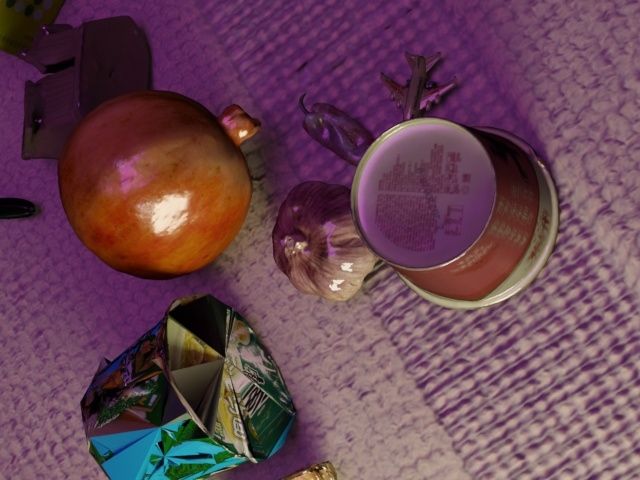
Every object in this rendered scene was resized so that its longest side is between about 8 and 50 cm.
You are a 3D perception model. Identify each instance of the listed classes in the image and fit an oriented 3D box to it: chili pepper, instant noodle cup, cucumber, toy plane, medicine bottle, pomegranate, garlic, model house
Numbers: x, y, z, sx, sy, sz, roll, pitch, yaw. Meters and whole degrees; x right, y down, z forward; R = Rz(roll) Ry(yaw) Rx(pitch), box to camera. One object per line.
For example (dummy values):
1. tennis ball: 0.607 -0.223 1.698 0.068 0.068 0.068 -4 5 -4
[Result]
1. chili pepper: 0.029 -0.136 1.642 0.153 0.041 0.050 35 119 8
2. instant noodle cup: -0.178 0.208 1.601 0.178 0.240 0.240 -34 70 27
3. cucumber: -0.495 -0.050 1.876 0.184 0.033 0.036 5 110 25
4. toy plane: 0.123 -0.188 1.605 0.102 0.040 0.111 6 87 27
5. medicine bottle: -0.450 -0.408 1.845 0.141 0.137 0.250 34 97 25
6. instant noodle cup: 0.149 -0.042 1.498 0.234 0.178 0.235 -5 79 25
7. pomegranate: -0.196 -0.084 1.627 0.270 0.252 0.229 -36 56 11
8. garlic: 0.000 0.000 1.595 0.147 0.102 0.159 -37 67 33
9. model house: -0.350 -0.204 1.784 0.188 0.122 0.229 -8 76 28

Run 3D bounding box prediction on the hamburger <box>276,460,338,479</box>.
1. hamburger: -0.044 0.353 1.590 0.176 0.087 0.102 -28 83 12
